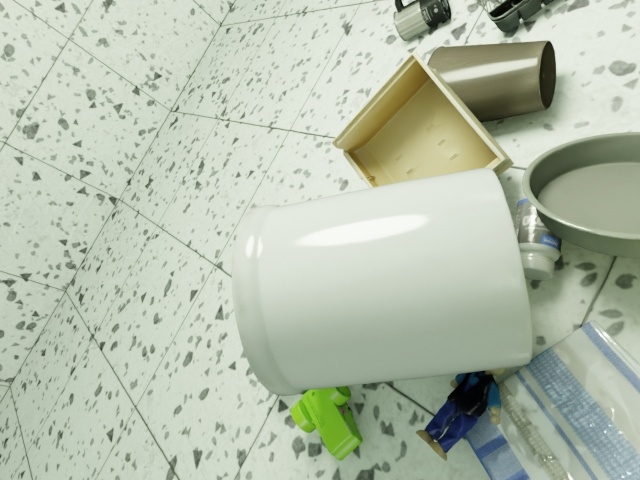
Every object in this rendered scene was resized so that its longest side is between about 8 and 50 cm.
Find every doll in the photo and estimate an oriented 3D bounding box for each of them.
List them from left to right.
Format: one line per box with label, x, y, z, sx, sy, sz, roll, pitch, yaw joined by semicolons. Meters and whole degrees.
doll;0.242;0.264;0.712;0.189;0.046;0.129;-49;17;-8

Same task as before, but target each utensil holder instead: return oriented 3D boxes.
utensil holder;0.103;0.071;0.716;0.385;0.328;0.328;-9;59;15

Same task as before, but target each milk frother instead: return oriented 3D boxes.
milk frother;0.282;-0.641;1.201;0.134;0.129;0.143;-12;16;36

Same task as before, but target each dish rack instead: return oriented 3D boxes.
dish rack;0.464;-0.627;1.033;0.208;0.074;0.272;-31;49;24

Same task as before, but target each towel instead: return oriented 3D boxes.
towel;0.360;0.274;0.644;0.285;0.034;0.209;-42;45;16

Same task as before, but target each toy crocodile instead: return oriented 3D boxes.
toy crocodile;-0.021;0.297;0.930;0.115;0.105;0.340;-50;49;8

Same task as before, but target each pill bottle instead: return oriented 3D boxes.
pill bottle;0.374;-0.006;0.756;0.078;0.078;0.137;0;67;42

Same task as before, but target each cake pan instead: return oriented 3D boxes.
cake pan;0.459;-0.073;0.647;0.293;0.054;0.293;-12;34;8

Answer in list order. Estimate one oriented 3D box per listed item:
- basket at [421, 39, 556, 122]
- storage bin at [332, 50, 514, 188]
basket;0.353;-0.330;0.913;0.226;0.154;0.204;7;70;39
storage bin;0.192;-0.173;0.880;0.260;0.123;0.262;-43;72;31
